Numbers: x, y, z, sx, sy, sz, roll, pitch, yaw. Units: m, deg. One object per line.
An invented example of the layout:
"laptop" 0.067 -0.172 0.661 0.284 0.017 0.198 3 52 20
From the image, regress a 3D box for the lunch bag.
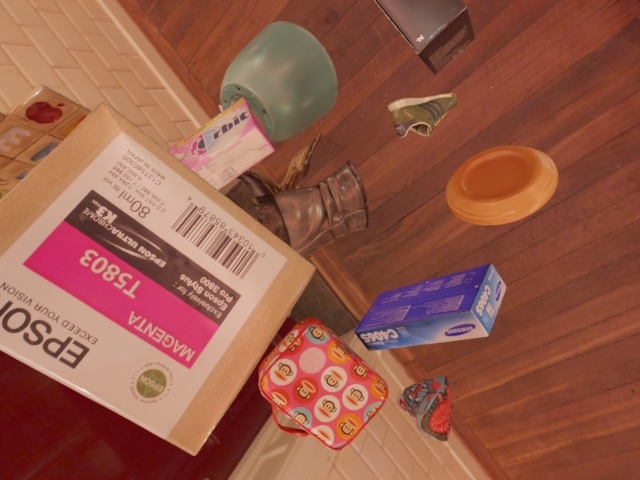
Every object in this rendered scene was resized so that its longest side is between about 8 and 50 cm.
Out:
"lunch bag" -0.006 0.369 1.006 0.293 0.120 0.258 44 82 -6

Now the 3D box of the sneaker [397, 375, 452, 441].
"sneaker" 0.247 0.409 0.977 0.125 0.262 0.104 -12 82 21

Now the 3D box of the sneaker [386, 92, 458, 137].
"sneaker" 0.238 -0.278 0.915 0.064 0.192 0.086 -6 98 64

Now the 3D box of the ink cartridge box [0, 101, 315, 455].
"ink cartridge box" -0.152 0.035 0.356 0.234 0.193 0.088 38 159 -16

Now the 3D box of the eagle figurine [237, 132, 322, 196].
"eagle figurine" -0.093 -0.129 0.998 0.225 0.226 0.298 14 139 25

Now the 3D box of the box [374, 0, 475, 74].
"box" 0.207 -0.436 0.792 0.108 0.207 0.153 -39 84 25

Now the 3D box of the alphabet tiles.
"alphabet tiles" -0.443 -0.075 0.560 0.342 0.285 0.011 -35 82 5

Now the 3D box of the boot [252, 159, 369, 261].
"boot" 0.000 0.000 0.853 0.338 0.222 0.118 87 159 -58

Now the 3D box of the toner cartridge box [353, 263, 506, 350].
"toner cartridge box" 0.253 0.171 0.980 0.347 0.165 0.075 -25 106 48

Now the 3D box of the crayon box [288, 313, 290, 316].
"crayon box" -0.233 0.105 1.559 0.313 0.363 0.106 8 129 5

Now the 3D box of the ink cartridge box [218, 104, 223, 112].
"ink cartridge box" -0.260 -0.449 1.436 0.061 0.181 0.104 -33 81 33

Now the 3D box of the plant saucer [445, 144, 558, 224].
"plant saucer" 0.336 -0.115 0.768 0.199 0.200 0.037 -15 134 27

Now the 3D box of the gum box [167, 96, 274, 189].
"gum box" -0.184 -0.152 0.705 0.188 0.107 0.062 -32 138 8

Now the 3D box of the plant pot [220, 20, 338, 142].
"plant pot" -0.136 -0.413 1.131 0.293 0.235 0.293 28 149 19
